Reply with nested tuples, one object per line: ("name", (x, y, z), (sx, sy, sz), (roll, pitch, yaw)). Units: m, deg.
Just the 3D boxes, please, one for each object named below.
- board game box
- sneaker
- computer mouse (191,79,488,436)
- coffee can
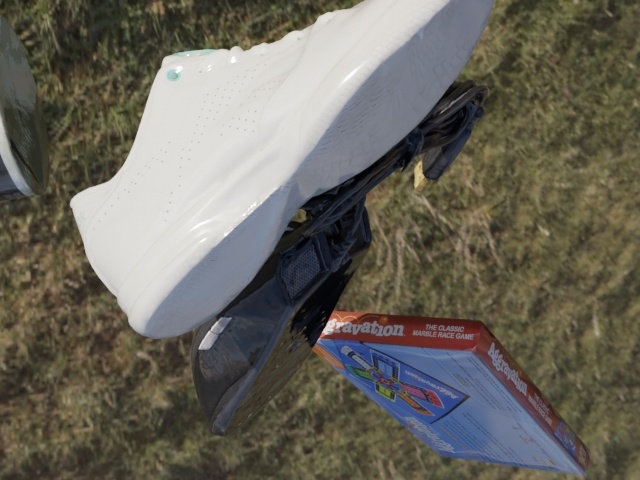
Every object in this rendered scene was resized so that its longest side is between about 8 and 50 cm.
("board game box", (0.110, 0.129, 0.771), (0.145, 0.027, 0.281), (0, 151, 32))
("sneaker", (-0.025, -0.059, 0.411), (0.212, 0.094, 0.080), (-42, 159, 4))
("computer mouse", (0.000, 0.000, 0.570), (0.184, 0.060, 0.262), (-40, 164, -40))
("coffee can", (-0.460, -0.121, 1.034), (0.275, 0.202, 0.202), (-11, 133, -2))
